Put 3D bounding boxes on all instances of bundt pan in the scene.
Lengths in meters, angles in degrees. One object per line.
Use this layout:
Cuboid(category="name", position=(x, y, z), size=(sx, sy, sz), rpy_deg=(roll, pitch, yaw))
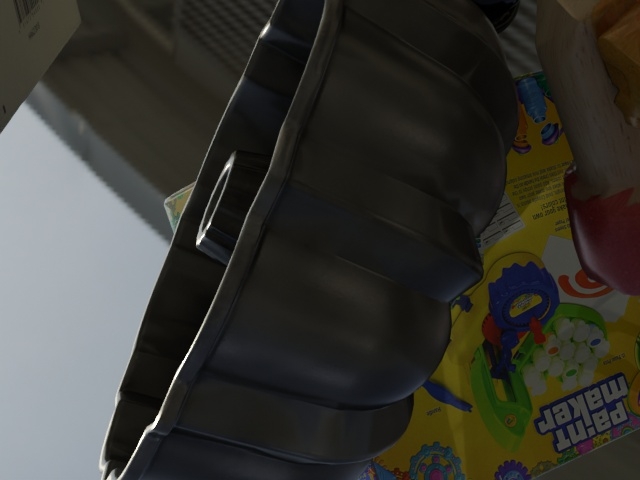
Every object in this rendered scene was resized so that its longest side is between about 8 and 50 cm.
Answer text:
Cuboid(category="bundt pan", position=(0.000, 0.000, 0.787), size=(0.124, 0.331, 0.331), rpy_deg=(22, -146, -9))

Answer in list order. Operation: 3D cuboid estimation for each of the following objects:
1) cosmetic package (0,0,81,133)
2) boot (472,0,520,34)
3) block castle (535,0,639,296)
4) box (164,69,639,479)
Cuboid(category="cosmetic package", position=(-0.306, -0.161, 1.000), size=(0.224, 0.138, 0.224), rpy_deg=(-6, -154, 8))
Cuboid(category="boot", position=(0.042, -0.280, 0.923), size=(0.348, 0.260, 0.131), rpy_deg=(26, -125, -12))
Cuboid(category="block castle", position=(0.352, -0.090, 0.661), size=(0.453, 0.213, 0.303), rpy_deg=(-33, -144, -10))
Cuboid(category="box", position=(0.083, 0.046, 1.118), size=(0.290, 0.177, 0.279), rpy_deg=(-17, -92, -32))
